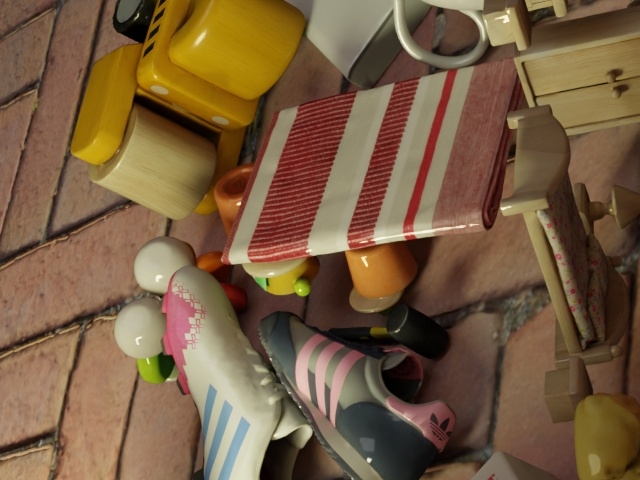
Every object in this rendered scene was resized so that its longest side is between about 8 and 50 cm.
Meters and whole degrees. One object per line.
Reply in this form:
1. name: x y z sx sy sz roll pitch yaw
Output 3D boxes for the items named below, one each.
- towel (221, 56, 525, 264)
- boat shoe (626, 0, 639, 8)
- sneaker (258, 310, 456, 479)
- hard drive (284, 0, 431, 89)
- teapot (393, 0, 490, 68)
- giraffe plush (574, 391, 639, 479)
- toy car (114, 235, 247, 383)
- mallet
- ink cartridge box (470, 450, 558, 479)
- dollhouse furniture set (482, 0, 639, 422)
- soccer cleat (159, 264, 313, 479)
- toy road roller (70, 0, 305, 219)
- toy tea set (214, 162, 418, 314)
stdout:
1. towel: 0.061 -0.079 1.842 0.329 0.037 0.237 -9 45 32
2. boat shoe: 0.387 -0.248 1.632 0.190 0.068 0.072 -9 47 39
3. sneaker: 0.041 0.150 1.779 0.131 0.112 0.319 -40 39 1
4. hard drive: 0.047 -0.361 2.167 0.233 0.047 0.353 -54 35 12
5. teapot: 0.192 -0.337 1.848 0.252 0.187 0.256 -50 4 -17
6. giraffe plush: 0.298 0.202 1.341 0.171 0.210 0.181 -11 88 22
7. toy car: -0.159 0.091 2.053 0.136 0.159 0.182 10 71 17
8. mallet: 0.071 0.104 1.820 0.190 0.062 0.039 -17 45 65
9. ink cartridge box: 0.174 0.310 1.483 0.148 0.086 0.203 -51 36 17
10. dollhouse furniture set: 0.254 -0.073 1.470 0.174 0.303 0.355 -11 38 18
11. soccer cleat: -0.079 0.172 1.859 0.143 0.116 0.331 -22 70 25
12. toy road roller: -0.156 -0.210 2.167 0.241 0.202 0.329 -16 55 54
13. toy tea set: 0.000 0.000 1.947 0.200 0.124 0.336 -26 35 -1
